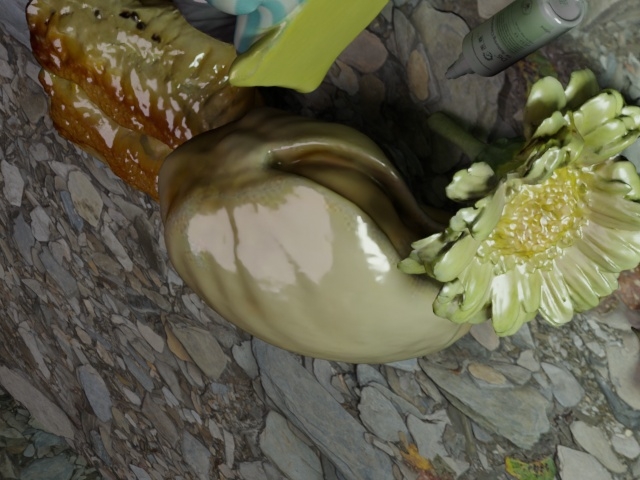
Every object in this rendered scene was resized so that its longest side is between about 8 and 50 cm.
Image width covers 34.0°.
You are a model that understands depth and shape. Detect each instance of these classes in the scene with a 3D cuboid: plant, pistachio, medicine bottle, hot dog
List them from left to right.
[{"bbox_3d":[-0.228,-0.206,1.531,0.365,0.196,0.367,36,151,24],"label":"hot dog"},{"bbox_3d":[0.000,0.000,1.335,0.445,0.281,0.365,23,153,-5],"label":"pistachio"},{"bbox_3d":[0.192,-0.212,1.109,0.057,0.057,0.199,56,148,-5],"label":"medicine bottle"},{"bbox_3d":[0.236,-0.035,1.153,0.261,0.297,0.306,32,104,-9],"label":"plant"}]

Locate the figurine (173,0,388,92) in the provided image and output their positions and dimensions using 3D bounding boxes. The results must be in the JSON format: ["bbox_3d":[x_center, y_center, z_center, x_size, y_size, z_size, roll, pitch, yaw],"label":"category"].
[{"bbox_3d":[-0.112,-0.369,1.087,0.378,0.266,0.361,46,-175,14],"label":"figurine"}]

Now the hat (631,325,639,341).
[{"bbox_3d":[0.435,0.149,1.156,0.173,0.144,0.166,-94,-13,-61],"label":"hat"}]
